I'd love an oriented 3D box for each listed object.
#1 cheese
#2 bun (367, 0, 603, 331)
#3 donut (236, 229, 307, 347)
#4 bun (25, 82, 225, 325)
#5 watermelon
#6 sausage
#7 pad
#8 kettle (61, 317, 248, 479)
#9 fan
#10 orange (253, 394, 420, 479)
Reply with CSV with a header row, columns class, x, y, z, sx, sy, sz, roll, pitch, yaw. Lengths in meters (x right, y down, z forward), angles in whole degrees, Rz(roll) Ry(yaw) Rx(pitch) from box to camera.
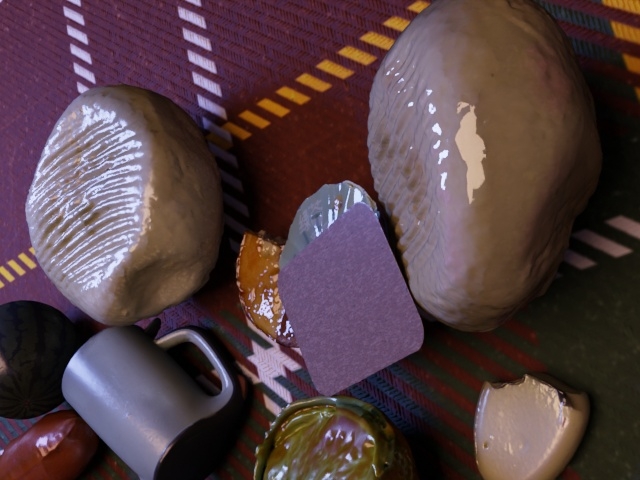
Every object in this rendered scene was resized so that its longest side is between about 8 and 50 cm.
class,x,y,z,sx,sy,sz,roll,pitch,yaw
cheese,0.214,0.267,0.955,0.127,0.050,0.255,27,104,37
bun,0.174,-0.081,0.865,0.361,0.213,0.361,170,90,-82
donut,-0.025,0.069,1.145,0.217,0.085,0.141,29,106,38
bun,-0.276,-0.054,1.268,0.349,0.227,0.352,-22,76,36
watermelon,-0.526,0.208,1.474,0.212,0.212,0.212,-3,86,40
sausage,-0.494,0.393,1.486,0.258,0.133,0.133,-34,66,31
pad,0.025,0.078,0.980,0.266,0.002,0.176,-42,67,55
kettle,-0.245,0.241,1.281,0.255,0.165,0.240,35,81,35
fan,0.000,0.000,1.031,0.240,0.009,0.131,-40,53,49
orange,0.008,0.359,1.023,0.262,0.196,0.335,5,81,46
